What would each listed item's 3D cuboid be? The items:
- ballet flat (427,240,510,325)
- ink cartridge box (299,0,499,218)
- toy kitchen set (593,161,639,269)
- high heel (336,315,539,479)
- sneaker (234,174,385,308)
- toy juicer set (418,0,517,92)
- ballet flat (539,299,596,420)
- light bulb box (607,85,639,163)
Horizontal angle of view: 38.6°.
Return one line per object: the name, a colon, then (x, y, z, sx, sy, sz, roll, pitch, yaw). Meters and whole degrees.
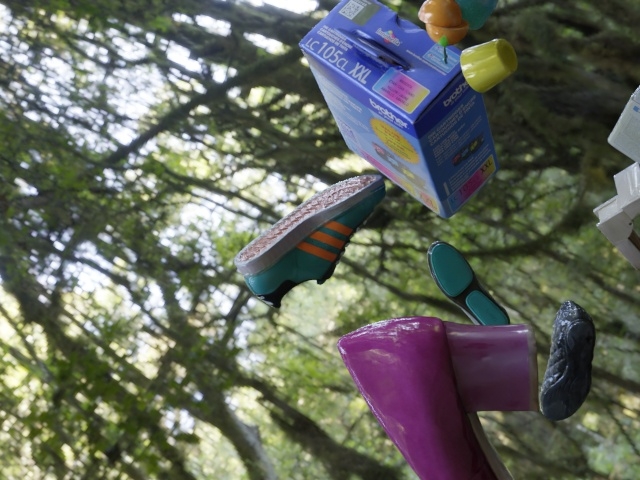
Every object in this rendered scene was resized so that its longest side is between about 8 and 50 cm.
ballet flat: (0.259, 0.090, 1.653, 0.072, 0.213, 0.068, -41, 7, -5)
ink cartridge box: (0.133, -0.239, 1.532, 0.151, 0.270, 0.395, -46, -30, -9)
toy kitchen set: (0.344, -0.032, 0.964, 0.083, 0.075, 0.068, -36, 22, 28)
high heel: (0.114, 0.254, 0.879, 0.127, 0.181, 0.377, -55, -37, -82)
sneaker: (0.000, 0.000, 1.592, 0.302, 0.108, 0.121, -34, -67, -11)
toy juicer set: (0.188, -0.392, 1.334, 0.209, 0.089, 0.329, 21, -120, -40)
ballet flat: (0.303, 0.152, 1.117, 0.049, 0.057, 0.173, -87, 1, -58)
light bulb box: (0.700, -0.284, 1.559, 0.358, 0.225, 0.361, -55, -13, 2)
